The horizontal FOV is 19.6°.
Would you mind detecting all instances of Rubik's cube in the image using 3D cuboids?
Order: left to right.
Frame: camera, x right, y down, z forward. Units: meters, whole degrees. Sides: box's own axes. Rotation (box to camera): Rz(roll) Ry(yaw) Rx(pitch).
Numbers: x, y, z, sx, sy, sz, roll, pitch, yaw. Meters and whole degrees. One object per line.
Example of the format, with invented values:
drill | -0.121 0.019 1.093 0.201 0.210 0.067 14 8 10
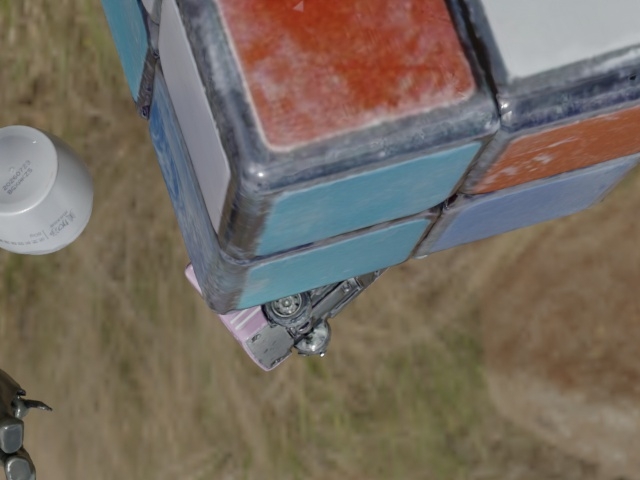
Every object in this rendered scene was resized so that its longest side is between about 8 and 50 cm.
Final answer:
Rubik's cube | 0.035 -0.162 1.197 0.316 0.313 0.318 -16 166 -11

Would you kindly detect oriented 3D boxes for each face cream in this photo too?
face cream | -0.275 -0.048 1.740 0.117 0.117 0.104 -8 158 6

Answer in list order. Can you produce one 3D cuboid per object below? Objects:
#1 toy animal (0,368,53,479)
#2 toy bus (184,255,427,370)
toy animal | -0.339 0.166 1.473 0.245 0.146 0.114 -1 114 -29
toy bus | 0.000 0.000 1.407 0.199 0.108 0.096 -42 158 -4
